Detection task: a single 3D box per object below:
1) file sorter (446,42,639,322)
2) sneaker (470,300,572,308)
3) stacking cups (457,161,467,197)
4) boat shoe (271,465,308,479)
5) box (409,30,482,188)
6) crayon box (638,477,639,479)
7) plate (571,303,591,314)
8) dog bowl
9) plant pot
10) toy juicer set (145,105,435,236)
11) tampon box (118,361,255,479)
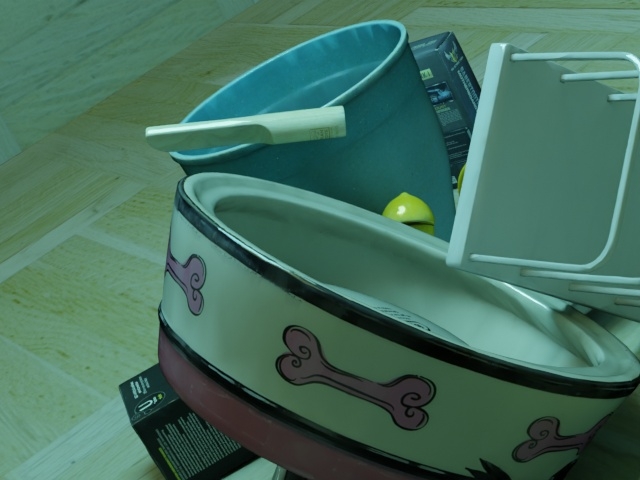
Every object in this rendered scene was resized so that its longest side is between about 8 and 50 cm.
[{"bbox_3d":[0.278,-0.038,1.465,0.173,0.278,0.192,5,81,50],"label":"file sorter"},{"bbox_3d":[0.223,-0.016,1.643,0.283,0.122,0.110,-32,22,-10],"label":"sneaker"},{"bbox_3d":[0.239,-0.121,2.072,0.096,0.096,0.316,-19,18,23],"label":"stacking cups"},{"bbox_3d":[-0.017,0.249,1.563,0.065,0.075,0.206,16,16,-5],"label":"boat shoe"},{"bbox_3d":[0.096,-0.143,2.153,0.233,0.183,0.059,-15,24,34],"label":"box"},{"bbox_3d":[0.339,0.209,1.140,0.278,0.081,0.165,-17,23,28],"label":"crayon box"},{"bbox_3d":[0.175,0.047,1.794,0.277,0.045,0.278,-21,22,21],"label":"plate"},{"bbox_3d":[0.048,0.090,1.421,0.408,0.408,0.150,-128,59,-70],"label":"dog bowl"},{"bbox_3d":[0.020,-0.052,1.799,0.272,0.255,0.271,-25,21,10],"label":"plant pot"},{"bbox_3d":[0.000,0.000,1.624,0.209,0.329,0.089,-25,25,6],"label":"toy juicer set"},{"bbox_3d":[-0.109,0.168,1.780,0.161,0.101,0.120,-30,19,-3],"label":"tampon box"}]
